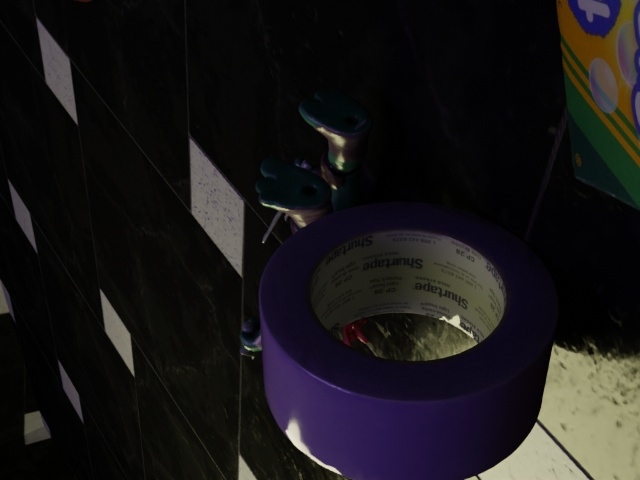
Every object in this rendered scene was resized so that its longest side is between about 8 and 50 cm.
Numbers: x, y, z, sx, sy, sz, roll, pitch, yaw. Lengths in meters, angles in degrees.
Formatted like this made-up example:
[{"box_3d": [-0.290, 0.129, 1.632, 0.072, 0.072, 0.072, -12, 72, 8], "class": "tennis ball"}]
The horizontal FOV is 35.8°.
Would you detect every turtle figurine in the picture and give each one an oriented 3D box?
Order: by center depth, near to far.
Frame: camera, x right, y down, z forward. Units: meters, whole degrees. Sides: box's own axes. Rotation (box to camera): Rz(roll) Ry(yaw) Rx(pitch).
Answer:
[{"box_3d": [0.000, 0.000, 0.801, 0.234, 0.118, 0.175, 90, -172, -55], "class": "turtle figurine"}]

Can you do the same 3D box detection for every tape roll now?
[{"box_3d": [0.055, 0.061, 0.646, 0.189, 0.189, 0.080, 43, 147, 40], "class": "tape roll"}]

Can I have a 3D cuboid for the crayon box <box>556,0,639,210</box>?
[{"box_3d": [0.181, -0.082, 0.311, 0.323, 0.083, 0.203, -131, 27, -66], "class": "crayon box"}]
